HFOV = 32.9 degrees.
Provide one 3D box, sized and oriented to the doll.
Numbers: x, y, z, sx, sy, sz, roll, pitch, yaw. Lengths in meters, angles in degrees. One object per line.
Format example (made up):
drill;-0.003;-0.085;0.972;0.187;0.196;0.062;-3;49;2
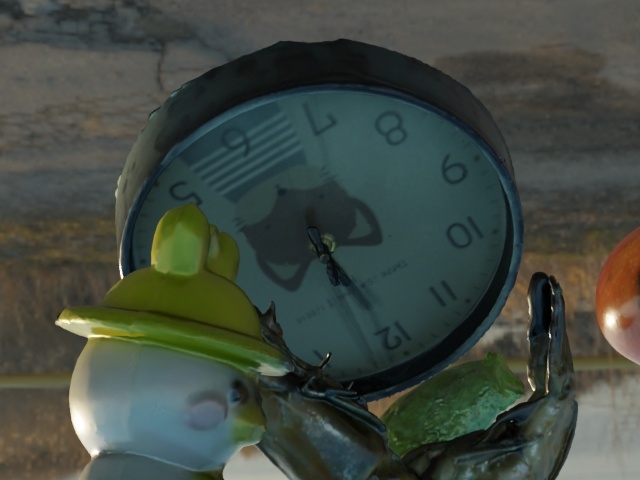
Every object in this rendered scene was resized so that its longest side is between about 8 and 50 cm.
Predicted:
doll;-0.061;0.107;0.410;0.098;0.241;0.135;-7;162;43

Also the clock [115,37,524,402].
clock;0.000;0.000;0.852;0.325;0.067;0.325;-3;126;-4

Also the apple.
apple;0.468;0.059;1.372;0.229;0.230;0.230;-1;166;0

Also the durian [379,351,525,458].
durian;0.139;0.230;1.357;0.250;0.101;0.139;-32;172;-5

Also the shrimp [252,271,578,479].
shrimp;0.044;0.065;0.619;0.262;0.198;0.051;44;165;-13
